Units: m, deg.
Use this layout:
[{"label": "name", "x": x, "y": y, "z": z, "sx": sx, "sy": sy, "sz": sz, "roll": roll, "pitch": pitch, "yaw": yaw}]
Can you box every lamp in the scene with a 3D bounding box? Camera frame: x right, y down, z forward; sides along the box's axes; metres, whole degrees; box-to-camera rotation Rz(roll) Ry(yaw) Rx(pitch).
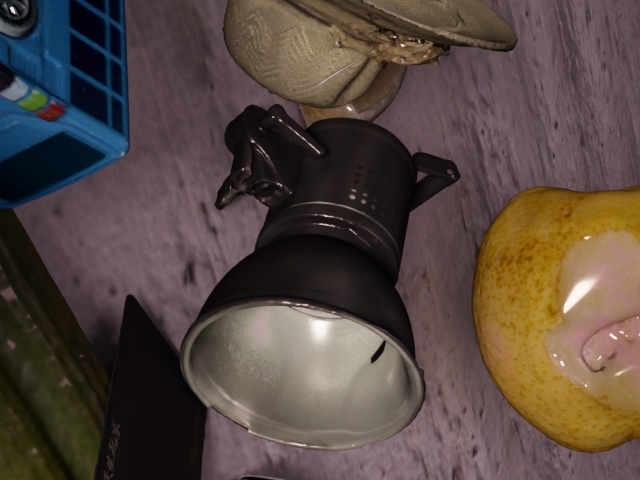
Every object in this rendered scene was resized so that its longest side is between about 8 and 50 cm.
[{"label": "lamp", "x": 0.000, "y": 0.000, "z": 0.670, "sx": 0.172, "sy": 0.147, "sz": 0.227, "roll": 33, "pitch": 43, "yaw": -21}]

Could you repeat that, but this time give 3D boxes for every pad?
[{"label": "pad", "x": -0.091, "y": 0.118, "z": 0.559, "sx": 0.157, "sy": 0.003, "sz": 0.112, "roll": -91, "pitch": 160, "yaw": -46}]

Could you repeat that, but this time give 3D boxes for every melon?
[{"label": "melon", "x": 0.034, "y": -0.147, "z": 0.820, "sx": 0.182, "sy": 0.054, "sz": 0.098, "roll": -37, "pitch": 102, "yaw": -53}]

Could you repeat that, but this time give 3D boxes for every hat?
[{"label": "hat", "x": -0.004, "y": -0.147, "z": 0.672, "sx": 0.252, "sy": 0.252, "sz": 0.110, "roll": -14, "pitch": 138, "yaw": -57}]

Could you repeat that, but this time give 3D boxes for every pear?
[{"label": "pear", "x": 0.273, "y": 0.068, "z": 0.967, "sx": 0.271, "sy": 0.271, "sz": 0.271, "roll": 10, "pitch": 78, "yaw": -57}]

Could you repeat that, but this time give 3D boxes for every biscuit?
[{"label": "biscuit", "x": -0.153, "y": 0.063, "z": 0.499, "sx": 0.099, "sy": 0.038, "sz": 0.322, "roll": -49, "pitch": 127, "yaw": -44}]

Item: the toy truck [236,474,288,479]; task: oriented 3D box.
[{"label": "toy truck", "x": -0.051, "y": 0.210, "z": 0.627, "sx": 0.123, "sy": 0.052, "sz": 0.063, "roll": -58, "pitch": 137, "yaw": -42}]

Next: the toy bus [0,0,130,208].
[{"label": "toy bus", "x": -0.143, "y": -0.117, "z": 0.451, "sx": 0.106, "sy": 0.090, "sz": 0.185, "roll": 30, "pitch": 47, "yaw": -51}]
